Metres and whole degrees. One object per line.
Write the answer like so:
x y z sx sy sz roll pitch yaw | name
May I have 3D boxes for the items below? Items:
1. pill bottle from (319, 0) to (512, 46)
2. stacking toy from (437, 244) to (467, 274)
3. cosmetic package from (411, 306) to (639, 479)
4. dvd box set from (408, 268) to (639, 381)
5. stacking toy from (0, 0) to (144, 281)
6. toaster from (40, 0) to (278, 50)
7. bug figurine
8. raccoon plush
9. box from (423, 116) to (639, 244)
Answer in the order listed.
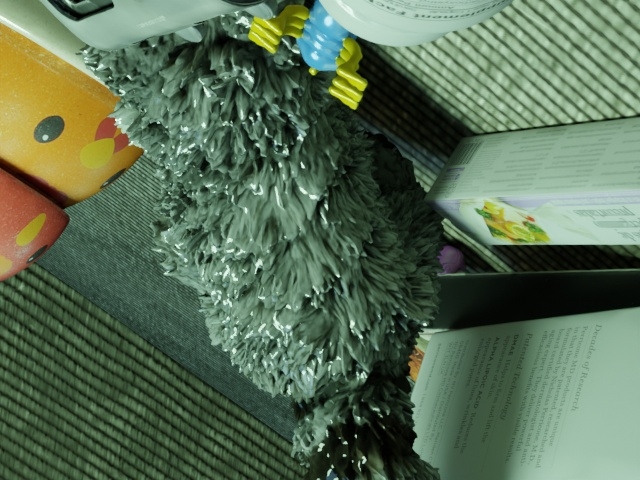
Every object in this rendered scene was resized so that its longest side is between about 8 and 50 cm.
0.057 -0.173 0.976 0.131 0.131 0.229 32 168 -1 | pill bottle
0.076 0.050 1.823 0.302 0.175 0.166 16 166 16 | stacking toy
0.261 0.163 1.487 0.385 0.156 0.217 -11 142 45 | cosmetic package
0.269 0.156 1.719 0.307 0.062 0.420 -1 148 39 | dvd box set
-0.374 -0.015 1.790 0.350 0.480 0.350 29 176 2 | stacking toy
-0.082 -0.173 0.841 0.186 0.110 0.168 46 160 -19 | toaster
-0.061 -0.208 1.267 0.279 0.072 0.216 36 160 0 | bug figurine
0.000 0.000 1.433 0.446 0.216 0.299 54 175 31 | raccoon plush
0.174 -0.038 1.374 0.063 0.067 0.324 35 166 -18 | box
